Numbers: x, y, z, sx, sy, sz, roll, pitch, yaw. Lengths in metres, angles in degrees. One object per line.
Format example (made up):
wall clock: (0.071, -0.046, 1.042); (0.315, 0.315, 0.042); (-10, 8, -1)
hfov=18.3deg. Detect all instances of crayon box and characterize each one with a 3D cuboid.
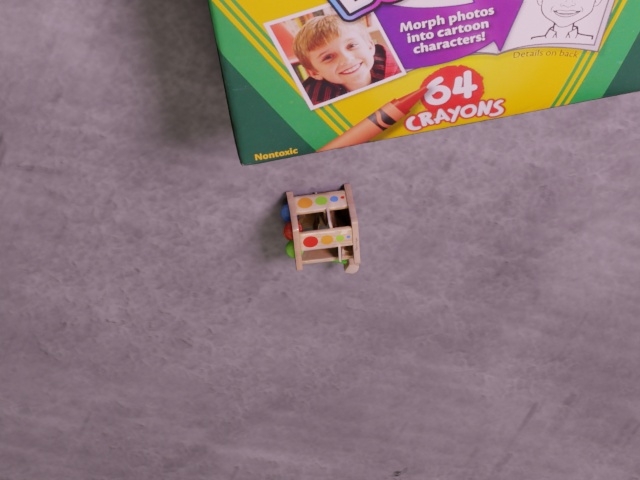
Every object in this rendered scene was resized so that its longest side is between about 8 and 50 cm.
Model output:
crayon box: (0.086, -0.234, 1.532); (0.362, 0.106, 0.313); (-11, 134, -1)

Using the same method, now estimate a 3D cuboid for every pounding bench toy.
pounding bench toy: (0.000, 0.000, 1.778); (0.065, 0.052, 0.083); (-8, 134, -3)
